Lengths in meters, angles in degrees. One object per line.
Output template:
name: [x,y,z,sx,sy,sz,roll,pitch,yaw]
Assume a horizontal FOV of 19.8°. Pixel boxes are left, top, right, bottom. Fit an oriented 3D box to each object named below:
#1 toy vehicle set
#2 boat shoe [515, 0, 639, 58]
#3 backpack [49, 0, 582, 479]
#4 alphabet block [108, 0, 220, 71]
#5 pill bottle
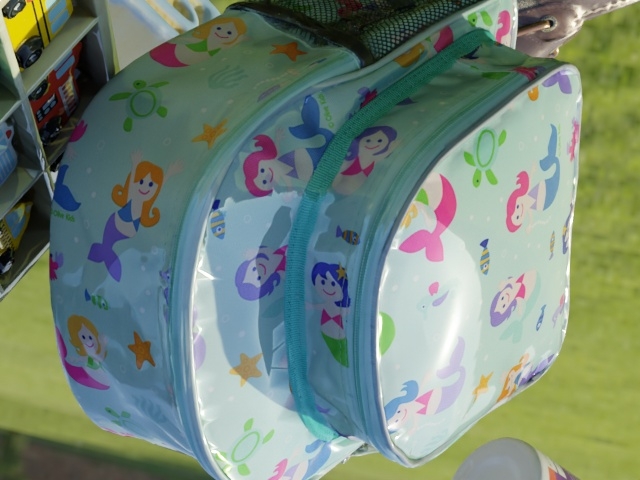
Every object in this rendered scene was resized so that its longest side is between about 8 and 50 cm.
toy vehicle set: [-0.154,-0.034,0.780,0.035,0.166,0.267,38,165,9]
boat shoe: [0.132,-0.177,1.411,0.342,0.123,0.123,-14,-148,-18]
backpack: [0.000,0.000,0.867,0.253,0.225,0.191,-25,-143,-38]
alphabet block: [-0.216,-0.163,1.552,0.192,0.197,0.193,45,-164,-18]
pill bottle: [0.209,0.262,1.634,0.193,0.108,0.108,36,155,-35]
